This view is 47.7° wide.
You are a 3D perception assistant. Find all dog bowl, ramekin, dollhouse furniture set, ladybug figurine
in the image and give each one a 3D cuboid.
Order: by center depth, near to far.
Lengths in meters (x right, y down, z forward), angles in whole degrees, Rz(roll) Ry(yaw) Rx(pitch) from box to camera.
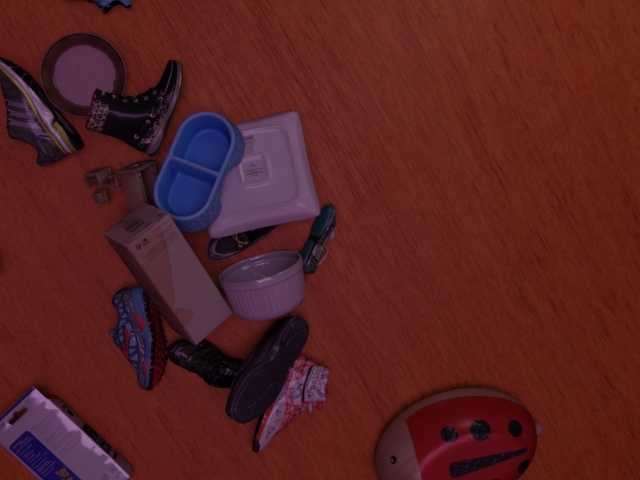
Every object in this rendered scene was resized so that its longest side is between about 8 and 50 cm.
[{"bbox_3d":[-0.289,-0.166,1.690,0.165,0.074,0.297,21,82,4],"label":"dog bowl"},{"bbox_3d":[-0.132,0.111,1.747,0.207,0.207,0.109,-16,106,-5],"label":"ramekin"},{"bbox_3d":[-0.464,-0.094,1.761,0.160,0.101,0.182,0,111,25],"label":"dollhouse furniture set"},{"bbox_3d":[0.366,0.544,1.862,0.449,0.162,0.305,-18,97,-5],"label":"ladybug figurine"}]

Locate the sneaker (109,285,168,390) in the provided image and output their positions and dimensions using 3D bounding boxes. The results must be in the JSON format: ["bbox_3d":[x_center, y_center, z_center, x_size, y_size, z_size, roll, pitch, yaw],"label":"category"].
[{"bbox_3d":[-0.453,0.240,1.786,0.125,0.104,0.262,-4,95,14],"label":"sneaker"}]

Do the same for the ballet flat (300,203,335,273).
[{"bbox_3d":[0.000,0.000,1.825,0.070,0.070,0.188,28,94,-8],"label":"ballet flat"}]

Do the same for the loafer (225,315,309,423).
[{"bbox_3d":[-0.138,0.310,1.762,0.109,0.095,0.303,52,58,-28],"label":"loafer"}]

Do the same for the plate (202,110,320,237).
[{"bbox_3d":[-0.161,-0.167,1.752,0.277,0.045,0.278,-12,80,-2],"label":"plate"}]

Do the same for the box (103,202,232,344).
[{"bbox_3d":[-0.348,0.079,1.677,0.121,0.148,0.311,-41,122,-22],"label":"box"}]

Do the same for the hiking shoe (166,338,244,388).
[{"bbox_3d":[-0.271,0.307,1.789,0.226,0.114,0.086,20,92,-8],"label":"hiking shoe"}]

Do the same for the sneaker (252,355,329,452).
[{"bbox_3d":[-0.069,0.429,1.837,0.144,0.090,0.270,20,90,-6],"label":"sneaker"}]

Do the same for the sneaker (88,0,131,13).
[{"bbox_3d":[-0.522,-0.572,1.702,0.162,0.063,0.073,-2,99,-6],"label":"sneaker"}]

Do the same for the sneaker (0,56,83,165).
[{"bbox_3d":[-0.696,-0.303,1.688,0.121,0.111,0.300,-37,97,1],"label":"sneaker"}]

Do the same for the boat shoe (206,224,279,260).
[{"bbox_3d":[-0.186,-0.024,1.790,0.227,0.068,0.081,-35,98,-2],"label":"boat shoe"}]

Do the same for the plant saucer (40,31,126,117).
[{"bbox_3d":[-0.562,-0.392,1.726,0.198,0.036,0.199,-1,95,-9],"label":"plant saucer"}]

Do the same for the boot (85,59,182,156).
[{"bbox_3d":[-0.435,-0.334,1.701,0.178,0.085,0.237,17,97,-26],"label":"boot"}]

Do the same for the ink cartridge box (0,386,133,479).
[{"bbox_3d":[-0.641,0.520,1.794,0.165,0.065,0.333,-42,100,-1],"label":"ink cartridge box"}]
